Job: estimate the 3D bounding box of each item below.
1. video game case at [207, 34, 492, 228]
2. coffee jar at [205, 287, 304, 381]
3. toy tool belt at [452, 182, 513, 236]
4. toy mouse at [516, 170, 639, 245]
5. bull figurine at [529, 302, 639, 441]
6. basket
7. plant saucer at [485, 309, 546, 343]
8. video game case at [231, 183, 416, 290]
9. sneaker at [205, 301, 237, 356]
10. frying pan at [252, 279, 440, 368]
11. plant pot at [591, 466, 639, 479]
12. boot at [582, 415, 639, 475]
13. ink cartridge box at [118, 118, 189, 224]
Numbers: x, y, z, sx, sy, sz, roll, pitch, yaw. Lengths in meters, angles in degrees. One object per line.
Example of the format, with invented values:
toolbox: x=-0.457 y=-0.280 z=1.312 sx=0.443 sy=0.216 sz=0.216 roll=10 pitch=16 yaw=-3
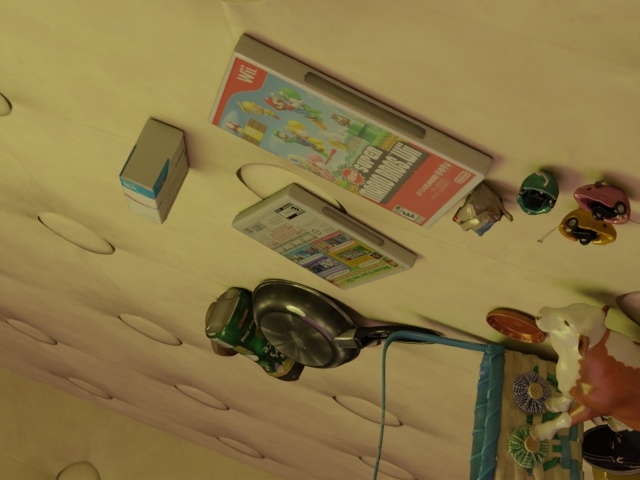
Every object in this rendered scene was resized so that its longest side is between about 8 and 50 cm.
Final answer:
video game case: x=0.023 y=-0.109 z=1.321 sx=0.285 sy=0.025 sz=0.204 roll=26 pitch=161 yaw=-5
coffee jar: x=-0.099 y=0.163 z=2.071 sx=0.184 sy=0.096 sz=0.079 roll=35 pitch=155 yaw=-29
toy tool belt: x=0.176 y=-0.025 z=1.322 sx=0.051 sy=0.052 sz=0.083 roll=33 pitch=161 yaw=1
toy mouse: x=0.252 y=-0.042 z=1.216 sx=0.161 sy=0.031 sz=0.143 roll=3 pitch=152 yaw=45
bull figurine: x=0.372 y=0.186 z=1.506 sx=0.310 sy=0.101 sz=0.188 roll=24 pitch=133 yaw=-17
basket: x=0.223 y=0.258 z=1.728 sx=0.289 sy=0.255 sz=0.201 roll=2 pitch=160 yaw=7
plant saucer: x=0.263 y=0.113 z=1.640 sx=0.083 sy=0.013 sz=0.083 roll=21 pitch=161 yaw=7
video game case: x=0.000 y=0.000 z=1.637 sx=0.193 sy=0.023 sz=0.212 roll=30 pitch=159 yaw=-16
sneaker: x=-0.156 y=0.172 z=2.208 sx=0.071 sy=0.066 sz=0.188 roll=17 pitch=160 yaw=16
frying pan: x=0.029 y=0.161 z=1.932 sx=0.326 sy=0.053 sz=0.197 roll=21 pitch=145 yaw=18
plant pot: x=0.467 y=0.345 z=1.905 sx=0.081 sy=0.083 sz=0.081 roll=24 pitch=162 yaw=0
boot: x=0.425 y=0.256 z=1.725 sx=0.178 sy=0.085 sz=0.236 roll=38 pitch=152 yaw=-28
ink cartridge box: x=-0.210 y=-0.085 z=1.557 sx=0.052 sy=0.088 sz=0.122 roll=22 pitch=161 yaw=7
